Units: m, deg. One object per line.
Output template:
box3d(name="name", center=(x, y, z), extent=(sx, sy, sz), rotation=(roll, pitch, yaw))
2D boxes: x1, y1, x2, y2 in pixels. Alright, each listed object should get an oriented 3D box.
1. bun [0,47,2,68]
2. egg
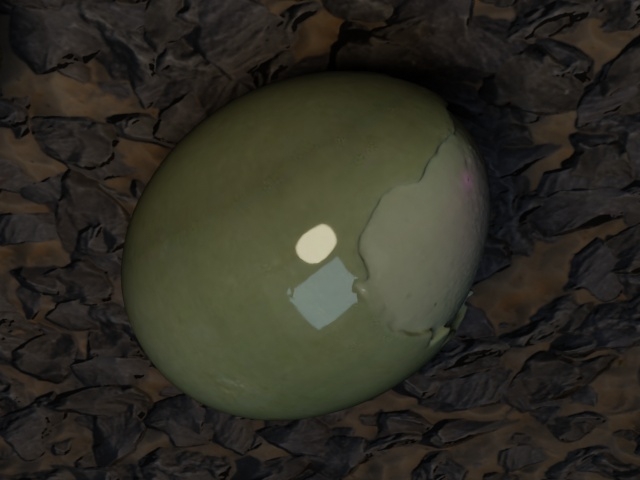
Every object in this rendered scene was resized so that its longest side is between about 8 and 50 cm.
box3d(name="bun", center=(-0.382, -0.161, 1.463), extent=(0.259, 0.152, 0.259), rotation=(0, 149, 0))
box3d(name="egg", center=(0.000, 0.000, 1.538), extent=(0.278, 0.278, 0.336), rotation=(33, 137, -30))
